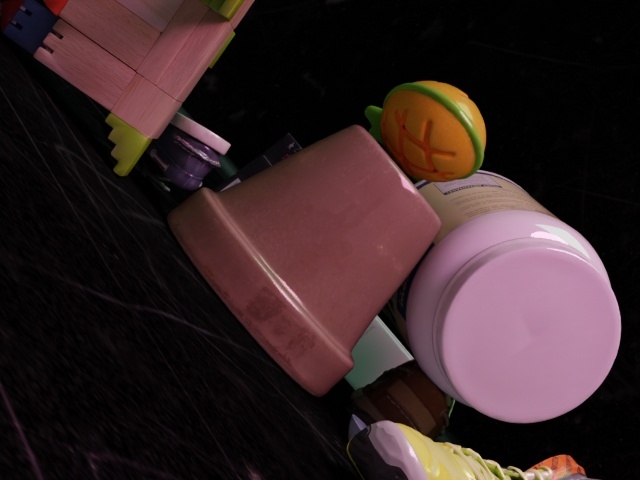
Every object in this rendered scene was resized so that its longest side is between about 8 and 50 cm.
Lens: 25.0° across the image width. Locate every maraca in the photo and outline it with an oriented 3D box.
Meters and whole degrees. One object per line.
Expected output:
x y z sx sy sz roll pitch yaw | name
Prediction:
0.113 -0.116 1.586 0.127 0.099 0.186 55 -25 -11 | maraca

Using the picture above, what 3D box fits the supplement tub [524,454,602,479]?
0.326 0.411 1.642 0.316 0.193 0.193 50 1 29 | supplement tub

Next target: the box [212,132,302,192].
-0.034 -0.011 2.046 0.142 0.163 0.247 53 0 -33 | box

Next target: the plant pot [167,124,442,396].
0.000 0.000 1.561 0.263 0.229 0.263 50 3 -3 | plant pot

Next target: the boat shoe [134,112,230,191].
-0.175 -0.103 1.654 0.095 0.079 0.254 33 -4 -27 | boat shoe

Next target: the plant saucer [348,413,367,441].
0.064 0.236 1.523 0.119 0.021 0.119 51 1 -2 | plant saucer

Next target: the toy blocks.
-0.197 -0.296 1.486 0.261 0.381 0.191 35 3 -3 | toy blocks

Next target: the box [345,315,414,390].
0.061 0.155 2.088 0.170 0.091 0.130 50 1 11 | box

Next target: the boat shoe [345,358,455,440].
0.114 0.208 1.784 0.122 0.120 0.324 50 2 2 | boat shoe

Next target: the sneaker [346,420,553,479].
0.154 0.254 1.362 0.384 0.147 0.145 47 5 -46 | sneaker

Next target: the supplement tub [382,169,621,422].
0.198 0.060 1.674 0.235 0.235 0.325 49 3 -17 | supplement tub
